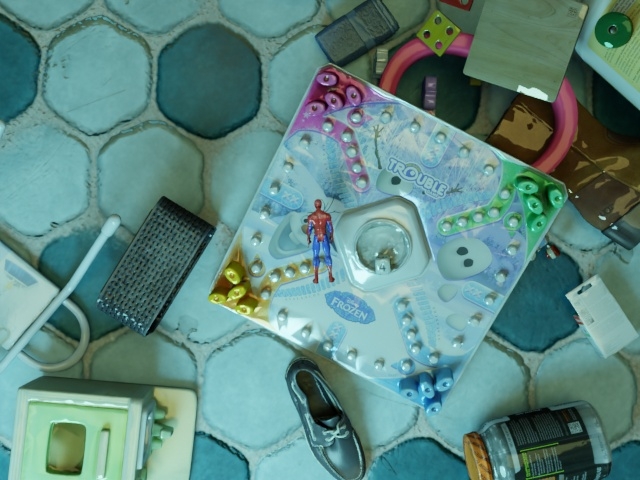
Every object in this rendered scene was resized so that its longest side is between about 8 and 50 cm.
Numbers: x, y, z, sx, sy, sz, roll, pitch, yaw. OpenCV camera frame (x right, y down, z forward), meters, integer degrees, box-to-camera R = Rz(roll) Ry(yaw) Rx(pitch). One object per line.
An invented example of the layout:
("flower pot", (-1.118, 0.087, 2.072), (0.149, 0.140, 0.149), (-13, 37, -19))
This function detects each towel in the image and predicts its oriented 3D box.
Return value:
("towel", (0.054, -0.312, 1.301), (0.119, 0.029, 0.067), (-33, 90, -4))

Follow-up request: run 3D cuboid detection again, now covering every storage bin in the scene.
("storage bin", (-0.231, 0.036, 1.227), (0.084, 0.122, 0.180), (31, 87, -2))

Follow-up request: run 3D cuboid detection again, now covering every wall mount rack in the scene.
("wall mount rack", (-0.449, 0.021, 1.213), (0.350, 0.130, 0.304), (40, 87, -2))

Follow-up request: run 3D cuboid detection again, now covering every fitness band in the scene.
("fitness band", (0.223, -0.184, 1.244), (0.291, 0.054, 0.209), (15, 89, -1))

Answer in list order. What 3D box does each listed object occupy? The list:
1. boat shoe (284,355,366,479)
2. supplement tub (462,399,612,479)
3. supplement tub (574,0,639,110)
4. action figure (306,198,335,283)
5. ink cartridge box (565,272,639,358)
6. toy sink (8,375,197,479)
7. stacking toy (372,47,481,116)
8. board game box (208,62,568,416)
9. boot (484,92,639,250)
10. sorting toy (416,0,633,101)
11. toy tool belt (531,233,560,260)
("boat shoe", (0.007, 0.268, 1.262), (0.075, 0.065, 0.206), (-26, 90, -4))
("supplement tub", (0.309, 0.305, 1.252), (0.190, 0.117, 0.117), (-11, 89, -4))
("supplement tub", (0.502, -0.287, 1.183), (0.241, 0.241, 0.331), (-38, 68, -4))
("action figure", (0.000, 0.000, 1.189), (0.038, 0.030, 0.115), (-3, 104, 2))
("ink cartridge box", (0.421, 0.113, 1.308), (0.063, 0.029, 0.115), (-33, 89, -3))
("toy sink", (-0.299, 0.282, 1.212), (0.234, 0.131, 0.153), (6, 88, -3))
("stacking toy", (0.161, -0.179, 1.292), (0.167, 0.052, 0.221), (2, 89, -3))
("board game box", (0.087, 0.010, 1.224), (0.390, 0.050, 0.390), (27, 105, -1))
("boot", (0.430, -0.167, 1.306), (0.280, 0.096, 0.264), (40, 94, 6))
("sorting toy", (0.271, -0.274, 1.175), (0.274, 0.046, 0.132), (22, 110, 19))
("toy tool belt", (0.314, 0.002, 1.301), (0.051, 0.052, 0.083), (-39, 87, 28))
